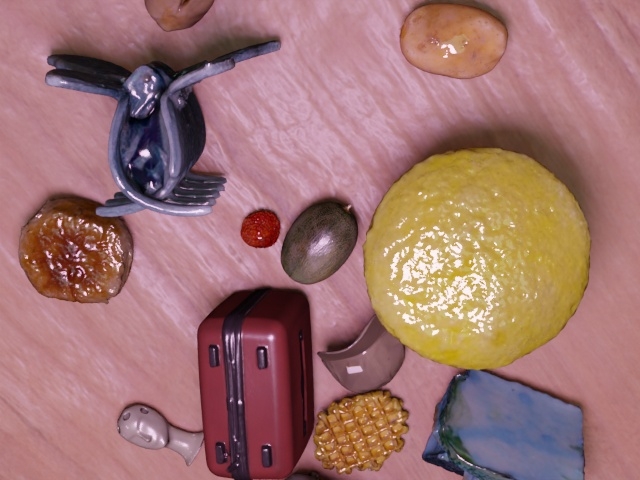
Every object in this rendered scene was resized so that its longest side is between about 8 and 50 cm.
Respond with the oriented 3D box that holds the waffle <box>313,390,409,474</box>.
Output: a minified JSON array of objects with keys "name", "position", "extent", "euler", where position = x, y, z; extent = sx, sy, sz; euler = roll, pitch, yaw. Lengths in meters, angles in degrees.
[{"name":"waffle","position":[0.075,0.354,1.694],"extent":[0.191,0.038,0.191],"euler":[-5,112,-13]}]

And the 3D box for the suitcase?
[{"name":"suitcase","position":[-0.106,0.244,1.592],"extent":[0.161,0.236,0.297],"euler":[0,103,12]}]

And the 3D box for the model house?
[{"name":"model house","position":[0.300,0.398,1.649],"extent":[0.261,0.226,0.241],"euler":[22,132,-3]}]

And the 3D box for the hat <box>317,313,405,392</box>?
[{"name":"hat","position":[0.081,0.212,1.616],"extent":[0.166,0.173,0.144],"euler":[-33,94,9]}]

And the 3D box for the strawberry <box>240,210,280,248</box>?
[{"name":"strawberry","position":[-0.105,-0.013,1.610],"extent":[0.073,0.083,0.073],"euler":[-2,118,-4]}]

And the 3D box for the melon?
[{"name":"melon","position":[0.000,0.000,1.593],"extent":[0.114,0.114,0.167],"euler":[37,103,-7]}]

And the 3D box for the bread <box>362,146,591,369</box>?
[{"name":"bread","position":[0.242,0.016,1.496],"extent":[0.348,0.308,0.348],"euler":[1,97,4]}]

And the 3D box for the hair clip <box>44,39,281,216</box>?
[{"name":"hair clip","position":[-0.253,-0.178,1.458],"extent":[0.392,0.318,0.238],"euler":[-3,105,0]}]

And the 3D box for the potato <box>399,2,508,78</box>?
[{"name":"potato","position":[0.217,-0.328,1.519],"extent":[0.178,0.109,0.118],"euler":[8,125,4]}]

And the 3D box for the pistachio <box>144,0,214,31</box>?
[{"name":"pistachio","position":[-0.225,-0.432,1.502],"extent":[0.124,0.124,0.185],"euler":[17,86,-3]}]

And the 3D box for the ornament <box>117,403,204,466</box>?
[{"name":"ornament","position":[-0.298,0.355,1.696],"extent":[0.156,0.081,0.075],"euler":[27,103,-10]}]

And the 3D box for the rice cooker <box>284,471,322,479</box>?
[{"name":"rice cooker","position":[0.002,0.599,1.619],"extent":[0.325,0.335,0.335],"euler":[25,102,-9]}]

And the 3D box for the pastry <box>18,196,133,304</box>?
[{"name":"pastry","position":[-0.424,0.017,1.611],"extent":[0.192,0.093,0.182],"euler":[10,106,-3]}]
